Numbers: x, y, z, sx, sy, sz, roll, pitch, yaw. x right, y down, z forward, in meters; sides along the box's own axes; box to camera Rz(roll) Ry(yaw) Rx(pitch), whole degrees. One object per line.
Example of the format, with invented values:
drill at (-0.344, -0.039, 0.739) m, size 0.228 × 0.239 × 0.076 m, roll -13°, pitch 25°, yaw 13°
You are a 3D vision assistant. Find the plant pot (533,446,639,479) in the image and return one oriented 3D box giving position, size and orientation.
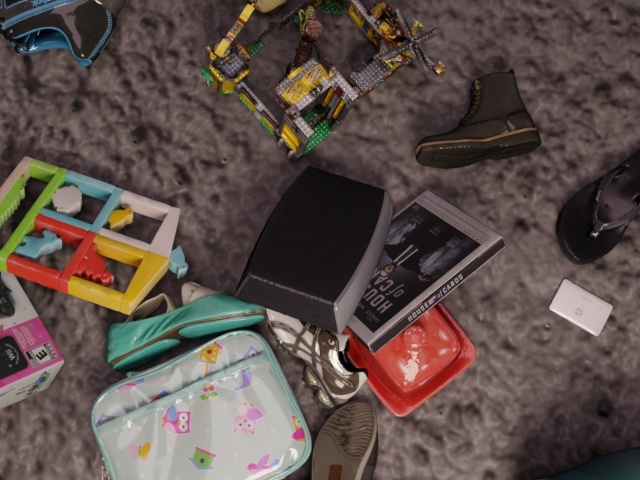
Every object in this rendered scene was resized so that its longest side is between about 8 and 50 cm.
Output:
plant pot at (0.436, 0.380, 1.012) m, size 0.255 × 0.271 × 0.271 m, roll -20°, pitch 78°, yaw -21°

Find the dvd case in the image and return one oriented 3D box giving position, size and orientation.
dvd case at (0.117, 0.037, 1.134) m, size 0.239 × 0.029 × 0.179 m, roll -37°, pitch 38°, yaw -9°

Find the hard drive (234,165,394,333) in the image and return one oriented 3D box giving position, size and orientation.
hard drive at (0.000, 0.000, 1.123) m, size 0.172 × 0.054 × 0.254 m, roll 19°, pitch 49°, yaw 9°

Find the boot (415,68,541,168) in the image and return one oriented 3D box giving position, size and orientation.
boot at (0.228, -0.191, 1.230) m, size 0.198 × 0.077 × 0.137 m, roll -8°, pitch 72°, yaw -17°

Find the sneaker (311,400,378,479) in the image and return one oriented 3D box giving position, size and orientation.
sneaker at (0.038, 0.340, 1.101) m, size 0.083 × 0.118 × 0.222 m, roll 0°, pitch 47°, yaw 22°

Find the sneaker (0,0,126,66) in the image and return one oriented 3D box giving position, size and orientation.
sneaker at (-0.482, -0.372, 1.223) m, size 0.341 × 0.125 × 0.139 m, roll 15°, pitch 82°, yaw 4°

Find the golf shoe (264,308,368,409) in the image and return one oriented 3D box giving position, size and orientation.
golf shoe at (-0.008, 0.138, 1.129) m, size 0.094 × 0.077 × 0.198 m, roll -35°, pitch 89°, yaw 16°

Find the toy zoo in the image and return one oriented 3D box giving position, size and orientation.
toy zoo at (-0.330, -0.005, 1.137) m, size 0.293 × 0.030 × 0.192 m, roll 20°, pitch 48°, yaw 0°

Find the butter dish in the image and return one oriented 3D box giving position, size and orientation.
butter dish at (0.126, 0.143, 1.119) m, size 0.160 × 0.118 × 0.160 m, roll -36°, pitch 80°, yaw -10°

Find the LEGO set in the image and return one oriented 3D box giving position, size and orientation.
LEGO set at (-0.001, -0.281, 1.162) m, size 0.331 × 0.192 × 0.255 m, roll -32°, pitch 89°, yaw -11°

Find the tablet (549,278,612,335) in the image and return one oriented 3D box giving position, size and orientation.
tablet at (0.391, 0.100, 1.193) m, size 0.083 × 0.006 × 0.054 m, roll 30°, pitch 78°, yaw 6°

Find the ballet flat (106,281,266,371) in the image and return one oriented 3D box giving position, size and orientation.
ballet flat at (-0.198, 0.107, 1.113) m, size 0.247 × 0.083 × 0.087 m, roll -21°, pitch 70°, yaw 14°

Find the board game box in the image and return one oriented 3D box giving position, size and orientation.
board game box at (-0.530, 0.143, 1.035) m, size 0.303 × 0.097 × 0.224 m, roll -25°, pitch 75°, yaw -44°

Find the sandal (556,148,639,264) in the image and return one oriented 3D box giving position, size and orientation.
sandal at (0.455, -0.069, 1.208) m, size 0.254 × 0.054 × 0.097 m, roll -44°, pitch 81°, yaw -10°

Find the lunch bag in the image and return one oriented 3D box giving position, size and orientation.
lunch bag at (-0.167, 0.258, 1.090) m, size 0.279 × 0.108 × 0.224 m, roll -24°, pitch 79°, yaw -7°

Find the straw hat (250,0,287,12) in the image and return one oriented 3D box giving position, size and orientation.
straw hat at (-0.086, -0.397, 1.265) m, size 0.144 × 0.144 × 0.061 m, roll -15°, pitch 120°, yaw -5°
